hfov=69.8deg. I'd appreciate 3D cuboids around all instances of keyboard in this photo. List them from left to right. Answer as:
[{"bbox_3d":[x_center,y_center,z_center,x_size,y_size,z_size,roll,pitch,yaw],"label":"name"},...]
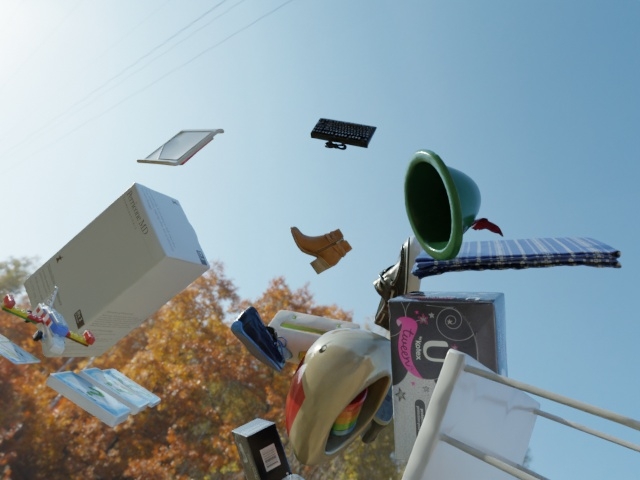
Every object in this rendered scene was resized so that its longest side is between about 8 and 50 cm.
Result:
[{"bbox_3d":[0.059,-0.300,1.298,0.180,0.108,0.023,16,-25,24],"label":"keyboard"}]

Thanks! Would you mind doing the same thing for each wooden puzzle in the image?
[{"bbox_3d":[-0.464,-0.308,1.533,0.221,0.238,0.044,12,-45,40],"label":"wooden puzzle"}]

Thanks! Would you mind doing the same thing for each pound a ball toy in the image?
[{"bbox_3d":[0.008,0.346,1.362,0.319,0.135,0.208,7,-51,25],"label":"pound a ball toy"}]

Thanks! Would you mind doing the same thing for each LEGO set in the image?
[{"bbox_3d":[-0.292,0.110,0.518,0.244,0.060,0.182,32,-13,3],"label":"LEGO set"}]

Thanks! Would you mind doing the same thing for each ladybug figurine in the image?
[{"bbox_3d":[0.034,0.370,1.106,0.162,0.305,0.449,41,-45,31],"label":"ladybug figurine"}]

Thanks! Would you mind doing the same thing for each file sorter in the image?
[{"bbox_3d":[0.178,0.273,0.388,0.193,0.277,0.173,35,-16,-37],"label":"file sorter"}]

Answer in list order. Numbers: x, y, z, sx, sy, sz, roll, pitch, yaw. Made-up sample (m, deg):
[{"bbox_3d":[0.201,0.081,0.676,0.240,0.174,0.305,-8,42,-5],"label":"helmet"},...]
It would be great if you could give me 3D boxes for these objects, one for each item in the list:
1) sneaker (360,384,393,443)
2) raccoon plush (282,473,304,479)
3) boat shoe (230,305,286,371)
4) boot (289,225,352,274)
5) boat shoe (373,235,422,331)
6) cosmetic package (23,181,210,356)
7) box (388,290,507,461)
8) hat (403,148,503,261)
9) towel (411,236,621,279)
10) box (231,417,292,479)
[{"bbox_3d":[0.182,0.510,1.398,0.083,0.222,0.118,36,-63,15],"label":"sneaker"},{"bbox_3d":[-0.166,0.602,0.920,0.299,0.216,0.446,46,-1,-13],"label":"raccoon plush"},{"bbox_3d":[-0.144,0.272,1.242,0.109,0.089,0.258,17,-31,27],"label":"boat shoe"},{"bbox_3d":[0.000,0.000,1.556,0.197,0.152,0.073,54,-3,4],"label":"boot"},{"bbox_3d":[0.199,0.129,1.219,0.119,0.121,0.335,10,-54,10],"label":"boat shoe"},{"bbox_3d":[-0.467,0.077,1.051,0.217,0.385,0.156,56,14,24],"label":"cosmetic package"},{"bbox_3d":[0.203,0.208,0.720,0.163,0.142,0.247,-3,-92,26],"label":"box"},{"bbox_3d":[0.244,-0.070,0.714,0.208,0.184,0.172,180,-103,-80],"label":"hat"},{"bbox_3d":[0.355,0.029,0.883,0.336,0.243,0.040,-3,-84,18],"label":"towel"},{"bbox_3d":[-0.169,0.604,1.305,0.158,0.093,0.155,-31,-103,60],"label":"box"}]
